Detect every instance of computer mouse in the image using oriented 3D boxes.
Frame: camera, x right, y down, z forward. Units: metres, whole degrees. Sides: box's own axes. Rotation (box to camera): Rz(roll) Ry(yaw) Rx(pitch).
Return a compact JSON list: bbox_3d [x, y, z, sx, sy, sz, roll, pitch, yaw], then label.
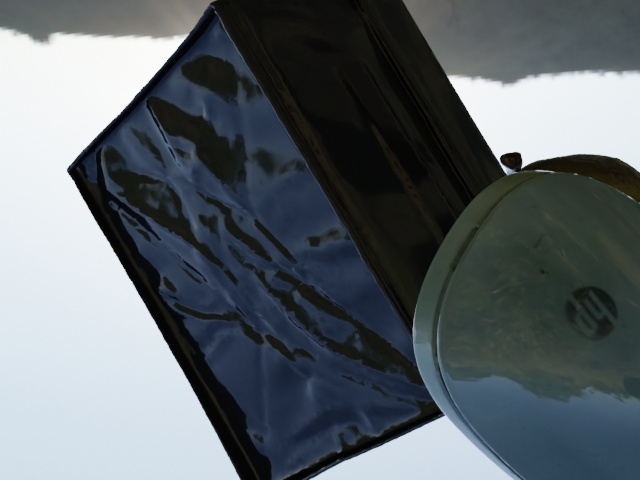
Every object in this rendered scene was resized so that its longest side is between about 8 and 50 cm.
[{"bbox_3d":[0.177,0.079,0.546,0.159,0.288,0.097,-58,-169,-16],"label":"computer mouse"}]

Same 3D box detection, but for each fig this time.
[{"bbox_3d":[0.273,-0.042,1.217,0.170,0.145,0.274,-15,157,35],"label":"fig"}]

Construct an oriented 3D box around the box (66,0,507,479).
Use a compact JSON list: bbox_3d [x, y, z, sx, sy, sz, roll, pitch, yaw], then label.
[{"bbox_3d":[0.001,0.000,0.858,0.204,0.345,0.251,-26,173,-46],"label":"box"}]
